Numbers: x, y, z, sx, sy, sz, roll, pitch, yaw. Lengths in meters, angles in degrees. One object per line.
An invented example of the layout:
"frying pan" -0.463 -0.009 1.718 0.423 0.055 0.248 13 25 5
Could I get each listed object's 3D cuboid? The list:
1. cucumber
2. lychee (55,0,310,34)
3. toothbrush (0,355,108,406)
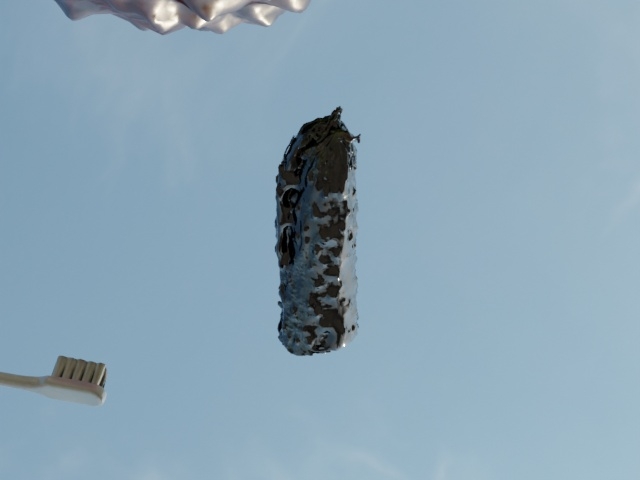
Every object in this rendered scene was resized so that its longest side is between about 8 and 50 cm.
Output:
"cucumber" 0.000 0.000 0.835 0.053 0.181 0.053 1 -138 -1
"lychee" -0.073 -0.336 0.950 0.500 0.425 0.424 11 -107 -48
"toothbrush" -0.317 0.077 1.067 0.342 0.025 0.030 8 -126 8
